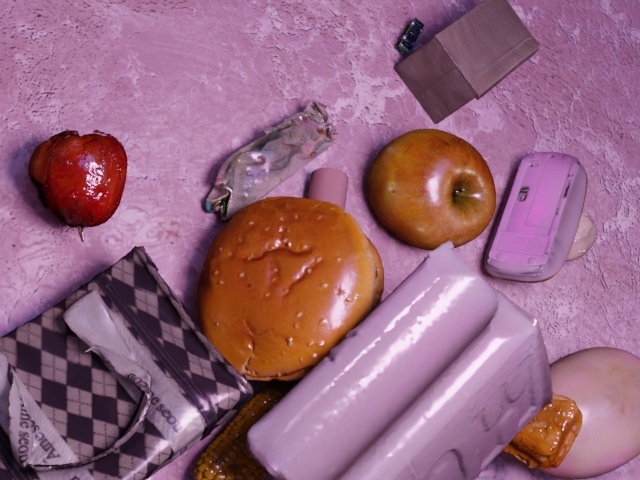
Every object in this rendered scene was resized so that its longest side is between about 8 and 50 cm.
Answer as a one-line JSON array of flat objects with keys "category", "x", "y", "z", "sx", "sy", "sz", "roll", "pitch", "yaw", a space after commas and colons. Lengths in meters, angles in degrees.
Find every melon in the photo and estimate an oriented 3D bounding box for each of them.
[{"category": "melon", "x": 0.497, "y": 0.316, "z": 1.738, "sx": 0.317, "sy": 0.223, "sz": 0.223, "roll": -19, "pitch": 83, "yaw": -34}]

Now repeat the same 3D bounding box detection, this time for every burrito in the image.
[{"category": "burrito", "x": -0.088, "y": -0.143, "z": 1.655, "sx": 0.309, "sy": 0.066, "sz": 0.096, "roll": -41, "pitch": 98, "yaw": -31}]

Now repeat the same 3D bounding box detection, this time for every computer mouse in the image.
[{"category": "computer mouse", "x": 0.424, "y": -0.042, "z": 1.858, "sx": 0.310, "sy": 0.158, "sz": 0.072, "roll": -66, "pitch": 147, "yaw": -28}]

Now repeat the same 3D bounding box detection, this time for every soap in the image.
[{"category": "soap", "x": 0.133, "y": 0.269, "z": 1.433, "sx": 0.435, "sy": 0.350, "sz": 0.213, "roll": -41, "pitch": 58, "yaw": -15}]

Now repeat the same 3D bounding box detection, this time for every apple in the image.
[{"category": "apple", "x": 0.202, "y": -0.094, "z": 1.739, "sx": 0.237, "sy": 0.207, "sz": 0.237, "roll": -2, "pitch": 93, "yaw": -31}]

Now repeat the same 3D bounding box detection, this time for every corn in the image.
[{"category": "corn", "x": -0.085, "y": 0.290, "z": 1.492, "sx": 0.102, "sy": 0.102, "sz": 0.313, "roll": 47, "pitch": 54, "yaw": -8}]

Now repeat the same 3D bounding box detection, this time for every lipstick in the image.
[{"category": "lipstick", "x": 0.000, "y": 0.000, "z": 1.652, "sx": 0.070, "sy": 0.070, "sz": 0.254, "roll": 19, "pitch": 65, "yaw": -23}]

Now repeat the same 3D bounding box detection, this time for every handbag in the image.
[{"category": "handbag", "x": -0.347, "y": 0.221, "z": 1.333, "sx": 0.416, "sy": 0.180, "sz": 0.317, "roll": -35, "pitch": 84, "yaw": -29}]

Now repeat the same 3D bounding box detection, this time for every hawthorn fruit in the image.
[{"category": "hawthorn fruit", "x": -0.366, "y": -0.082, "z": 1.435, "sx": 0.148, "sy": 0.148, "sz": 0.172, "roll": -4, "pitch": 88, "yaw": -31}]

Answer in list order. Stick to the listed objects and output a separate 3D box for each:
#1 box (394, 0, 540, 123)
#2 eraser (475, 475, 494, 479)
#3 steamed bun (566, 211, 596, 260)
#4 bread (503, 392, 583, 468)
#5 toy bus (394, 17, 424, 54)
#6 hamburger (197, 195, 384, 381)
[{"category": "box", "x": 0.298, "y": -0.368, "z": 1.902, "sx": 0.231, "sy": 0.149, "sz": 0.155, "roll": -41, "pitch": 95, "yaw": -33}, {"category": "eraser", "x": 0.308, "y": 0.452, "z": 1.672, "sx": 0.038, "sy": 0.019, "sz": 0.083, "roll": -4, "pitch": 32, "yaw": -30}, {"category": "steamed bun", "x": 0.495, "y": -0.013, "z": 1.919, "sx": 0.112, "sy": 0.130, "sz": 0.091, "roll": -58, "pitch": 148, "yaw": -30}, {"category": "bread", "x": 0.309, "y": 0.293, "z": 1.627, "sx": 0.139, "sy": 0.271, "sz": 0.077, "roll": -54, "pitch": 138, "yaw": -20}, {"category": "toy bus", "x": 0.181, "y": -0.414, "z": 1.918, "sx": 0.031, "sy": 0.037, "sz": 0.083, "roll": 37, "pitch": 60, "yaw": -15}, {"category": "hamburger", "x": -0.051, "y": 0.082, "z": 1.494, "sx": 0.170, "sy": 0.290, "sz": 0.314, "roll": 52, "pitch": 43, "yaw": -61}]
